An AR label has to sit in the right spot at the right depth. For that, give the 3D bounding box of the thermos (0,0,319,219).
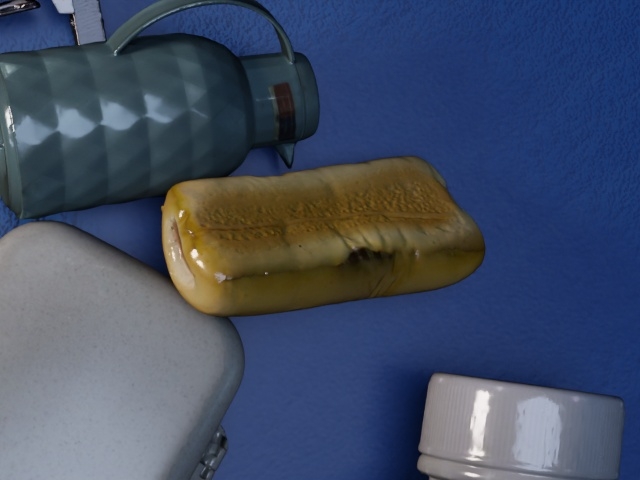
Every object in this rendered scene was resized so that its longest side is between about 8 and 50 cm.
[{"bbox_3d":[-0.143,-0.123,1.420,0.286,0.145,0.182,-12,124,-17],"label":"thermos"}]

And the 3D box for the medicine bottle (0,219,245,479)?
[{"bbox_3d":[-0.241,0.182,1.388,0.282,0.123,0.375,30,77,-2],"label":"medicine bottle"}]

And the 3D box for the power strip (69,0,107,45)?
[{"bbox_3d":[-0.213,-0.212,1.470,0.029,0.038,0.111,-11,90,-11],"label":"power strip"}]

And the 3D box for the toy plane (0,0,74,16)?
[{"bbox_3d":[-0.315,-0.224,1.436,0.197,0.053,0.078,-9,94,-6],"label":"toy plane"}]

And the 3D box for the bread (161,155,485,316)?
[{"bbox_3d":[0.000,0.000,1.438,0.305,0.091,0.142,-7,46,-33],"label":"bread"}]

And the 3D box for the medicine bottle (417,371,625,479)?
[{"bbox_3d":[0.163,0.295,1.448,0.208,0.208,0.339,9,86,-12],"label":"medicine bottle"}]
